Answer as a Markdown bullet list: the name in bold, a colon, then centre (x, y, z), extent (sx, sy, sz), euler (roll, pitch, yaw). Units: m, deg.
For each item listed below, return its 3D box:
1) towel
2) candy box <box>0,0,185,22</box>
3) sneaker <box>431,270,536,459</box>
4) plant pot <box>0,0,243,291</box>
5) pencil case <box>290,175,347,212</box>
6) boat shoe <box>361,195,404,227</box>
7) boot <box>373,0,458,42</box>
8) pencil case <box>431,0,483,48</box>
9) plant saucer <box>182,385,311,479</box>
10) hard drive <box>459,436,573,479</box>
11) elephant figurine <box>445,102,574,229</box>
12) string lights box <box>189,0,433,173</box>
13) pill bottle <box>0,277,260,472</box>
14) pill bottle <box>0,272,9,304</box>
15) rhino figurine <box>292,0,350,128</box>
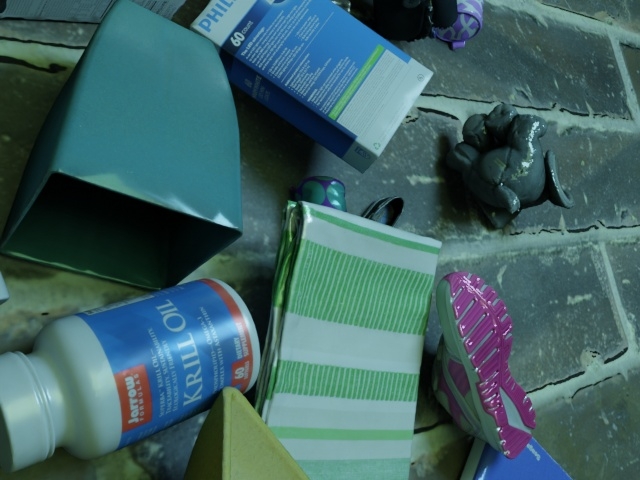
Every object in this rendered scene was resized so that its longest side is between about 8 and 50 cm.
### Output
- **towel**: centre (0.036, 0.136, 0.723), extent (0.248, 0.038, 0.324), euler (13, 82, -39)
- **candy box**: centre (-0.261, -0.325, 0.686), extent (0.196, 0.070, 0.164), euler (-13, 83, -40)
- **sneaker**: centre (0.189, 0.162, 0.835), extent (0.103, 0.111, 0.252), euler (-23, 101, -39)
- **plant pot**: centre (-0.182, -0.100, 0.618), extent (0.166, 0.165, 0.234), euler (18, 56, -33)
- **pencil case**: centre (0.000, 0.000, 0.782), extent (0.064, 0.070, 0.151), euler (42, 43, -62)
- **boat shoe**: centre (0.070, -0.013, 0.856), extent (0.049, 0.040, 0.142), euler (47, 52, -16)
- **boot**: centre (0.080, -0.373, 0.920), extent (0.247, 0.207, 0.094), euler (-8, 60, 3)
- **pencil case**: centre (0.244, -0.440, 1.115), extent (0.088, 0.087, 0.205), euler (51, 43, -59)
- **plant saucer**: centre (-0.025, 0.342, 0.515), extent (0.332, 0.081, 0.332), euler (59, 10, -29)
- **hard drive**: centre (0.244, 0.417, 0.844), extent (0.210, 0.040, 0.318), euler (46, 52, -16)
- **elephant figurine**: centre (0.329, -0.099, 1.028), extent (0.239, 0.169, 0.185), euler (34, 85, -43)
- **string lights box**: centre (-0.012, -0.213, 0.766), extent (0.260, 0.077, 0.133), euler (35, 75, -3)
- **pill bottle**: centre (-0.175, 0.117, 0.566), extent (0.222, 0.124, 0.124), euler (-17, 86, -40)
- **pill bottle**: centre (-0.336, -0.040, 0.489), extent (0.131, 0.131, 0.229), euler (-24, 91, -41)
- **rhino figurine**: centre (-0.008, -0.235, 0.852), extent (0.106, 0.073, 0.243), euler (-2, 78, -33)
